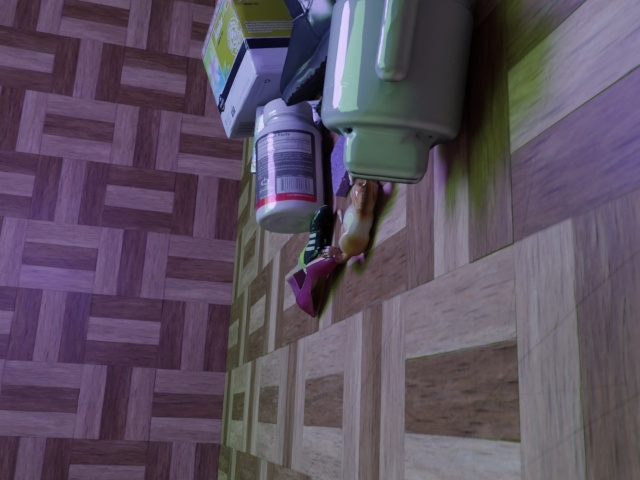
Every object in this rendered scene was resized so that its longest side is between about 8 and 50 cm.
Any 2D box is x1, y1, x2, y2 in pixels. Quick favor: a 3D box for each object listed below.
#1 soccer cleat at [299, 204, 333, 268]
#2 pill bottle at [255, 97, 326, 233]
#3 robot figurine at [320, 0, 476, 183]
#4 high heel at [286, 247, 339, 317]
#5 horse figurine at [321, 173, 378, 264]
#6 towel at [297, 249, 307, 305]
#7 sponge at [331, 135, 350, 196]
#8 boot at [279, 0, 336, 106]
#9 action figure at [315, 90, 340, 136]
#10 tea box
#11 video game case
[{"bbox_3d":[0.000,0.000,1.595,0.072,0.060,0.179,48,131,40],"label":"soccer cleat"},{"bbox_3d":[-0.077,-0.191,1.686,0.176,0.176,0.318,129,142,-65],"label":"pill bottle"},{"bbox_3d":[0.110,-0.261,0.944,0.300,0.199,0.353,6,-90,-87],"label":"robot figurine"},{"bbox_3d":[0.005,0.101,1.535,0.117,0.082,0.244,56,140,2],"label":"high heel"},{"bbox_3d":[0.068,-0.051,1.309,0.174,0.066,0.263,-97,20,-61],"label":"horse figurine"},{"bbox_3d":[-0.043,0.095,1.763,0.110,0.027,0.148,132,142,-69],"label":"towel"},{"bbox_3d":[0.067,-0.201,1.445,0.210,0.031,0.117,118,155,-55],"label":"sponge"},{"bbox_3d":[-0.082,-0.584,1.535,0.445,0.146,0.367,59,145,5],"label":"boot"},{"bbox_3d":[0.020,-0.323,1.638,0.232,0.063,0.137,-136,51,-77],"label":"action figure"},{"bbox_3d":[-0.181,-0.528,1.969,0.329,0.220,0.323,-49,55,57],"label":"tea box"},{"bbox_3d":[-0.091,-0.281,1.831,0.023,0.212,0.193,18,-106,-61],"label":"video game case"}]
